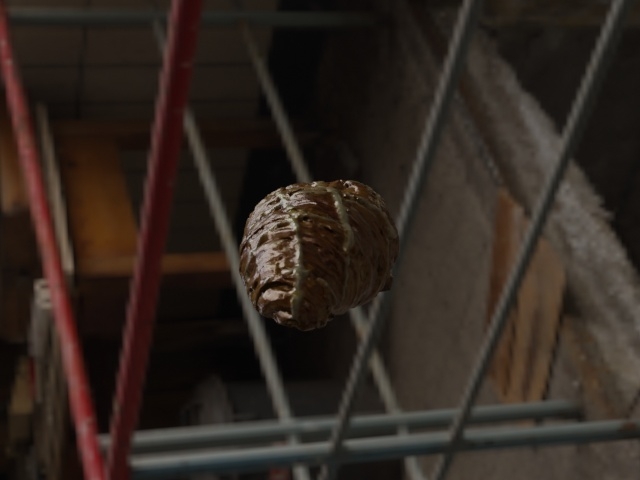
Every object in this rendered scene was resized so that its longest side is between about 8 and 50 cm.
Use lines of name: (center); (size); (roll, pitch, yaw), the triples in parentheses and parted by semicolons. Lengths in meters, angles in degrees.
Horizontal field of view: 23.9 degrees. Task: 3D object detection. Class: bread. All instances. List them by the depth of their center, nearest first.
bread: (0.000, 0.000, 0.992); (0.233, 0.105, 0.076); (-73, -12, -77)
